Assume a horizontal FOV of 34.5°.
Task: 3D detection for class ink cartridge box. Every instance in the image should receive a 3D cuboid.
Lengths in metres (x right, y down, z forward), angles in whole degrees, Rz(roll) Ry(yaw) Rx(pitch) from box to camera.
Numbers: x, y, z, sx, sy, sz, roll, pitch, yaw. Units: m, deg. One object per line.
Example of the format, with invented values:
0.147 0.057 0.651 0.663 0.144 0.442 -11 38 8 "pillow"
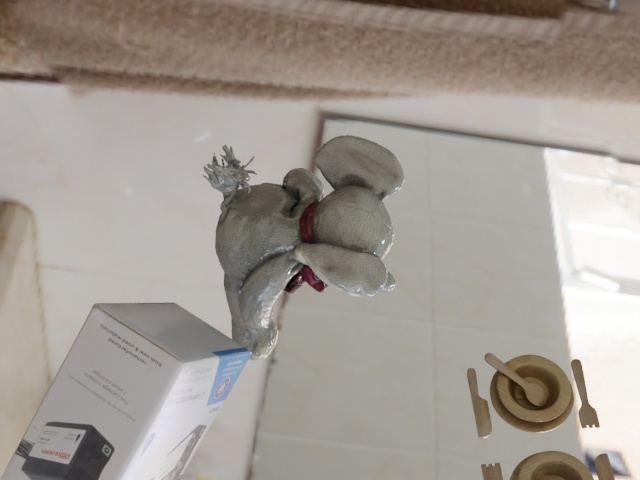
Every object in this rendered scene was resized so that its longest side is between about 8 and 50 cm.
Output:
-0.236 0.234 1.191 0.307 0.129 0.223 -61 166 5 "ink cartridge box"

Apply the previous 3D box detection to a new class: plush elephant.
0.000 0.000 1.443 0.330 0.255 0.272 71 35 -52 "plush elephant"

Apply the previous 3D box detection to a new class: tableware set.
0.221 0.195 1.018 0.039 0.128 0.194 90 -5 -55 "tableware set"
